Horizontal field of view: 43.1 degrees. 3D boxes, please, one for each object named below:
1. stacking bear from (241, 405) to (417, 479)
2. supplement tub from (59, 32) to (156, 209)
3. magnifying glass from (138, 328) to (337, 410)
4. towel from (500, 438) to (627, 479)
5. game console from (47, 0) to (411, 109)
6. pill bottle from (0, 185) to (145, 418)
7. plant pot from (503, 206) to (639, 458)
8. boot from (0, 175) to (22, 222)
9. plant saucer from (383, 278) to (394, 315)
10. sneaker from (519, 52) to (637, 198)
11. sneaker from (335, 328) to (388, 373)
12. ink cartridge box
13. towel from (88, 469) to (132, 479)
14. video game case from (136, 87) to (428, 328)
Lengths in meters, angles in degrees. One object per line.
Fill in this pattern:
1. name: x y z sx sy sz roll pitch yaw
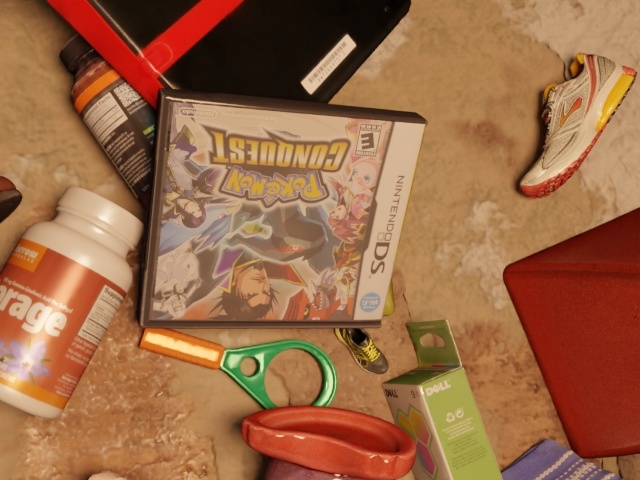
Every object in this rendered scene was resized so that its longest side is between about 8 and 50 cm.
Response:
1. stacking bear: -0.002 0.334 0.848 0.175 0.164 0.289 9 91 15
2. supplement tub: -0.198 -0.136 0.879 0.106 0.106 0.198 -34 93 -19
3. magnifying glass: -0.090 0.140 0.917 0.231 0.026 0.092 19 77 -16
4. towel: 0.250 0.313 0.835 0.243 0.336 0.040 -24 101 -18
5. game console: -0.094 -0.295 0.907 0.342 0.060 0.386 48 57 -16
6. pill bottle: -0.268 0.059 0.821 0.121 0.121 0.216 28 75 -11
7. plant pot: 0.430 0.098 0.971 0.267 0.236 0.267 -21 88 -19
8. boot: -0.470 -0.112 0.820 0.264 0.096 0.280 -19 81 -11
9. plant saucer: 0.000 0.000 0.952 0.188 0.045 0.188 -3 83 -17
10. sneaker: 0.320 -0.150 1.063 0.092 0.088 0.225 32 73 11
11. sneaker: 0.051 0.128 0.953 0.083 0.035 0.031 45 73 -10
12. ink cartridge box: 0.131 0.201 0.930 0.062 0.109 0.209 -18 88 -19
13. towel: -0.123 0.424 0.759 0.331 0.053 0.317 20 87 11
14. video game case: -0.041 -0.022 0.843 0.274 0.035 0.248 2 114 -20
